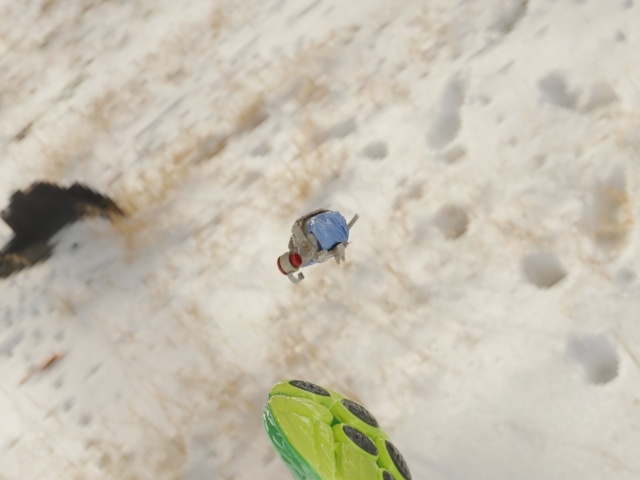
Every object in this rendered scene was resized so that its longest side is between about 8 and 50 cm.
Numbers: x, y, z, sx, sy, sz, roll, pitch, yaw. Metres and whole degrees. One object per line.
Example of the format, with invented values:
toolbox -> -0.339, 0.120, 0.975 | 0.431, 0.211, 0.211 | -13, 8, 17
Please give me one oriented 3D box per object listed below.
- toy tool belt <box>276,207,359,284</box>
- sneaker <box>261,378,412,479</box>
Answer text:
toy tool belt -> 0.000, 0.000, 1.265 | 0.051, 0.052, 0.083 | -27, 8, 34
sneaker -> 0.034, 0.245, 1.172 | 0.123, 0.296, 0.109 | -30, 12, 23
